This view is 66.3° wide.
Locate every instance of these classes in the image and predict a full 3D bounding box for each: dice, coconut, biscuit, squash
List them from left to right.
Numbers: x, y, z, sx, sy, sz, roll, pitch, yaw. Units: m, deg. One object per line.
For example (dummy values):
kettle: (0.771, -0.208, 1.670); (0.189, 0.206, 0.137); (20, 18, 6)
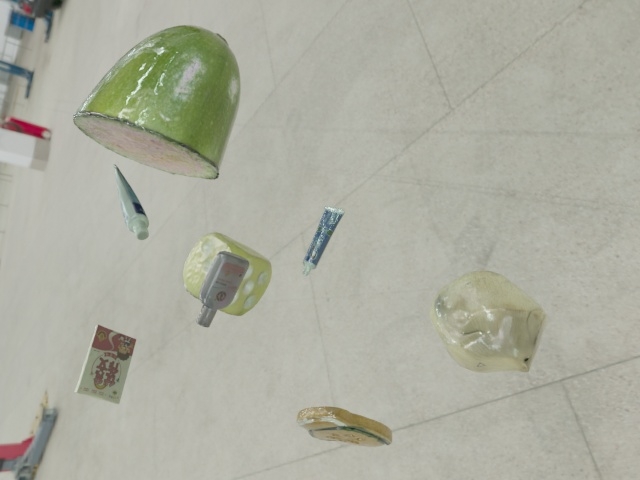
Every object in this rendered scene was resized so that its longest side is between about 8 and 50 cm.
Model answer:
squash: (-0.315, -0.326, 1.041); (0.311, 0.311, 0.308); (6, 77, 53)
dice: (-0.247, 0.088, 1.301); (0.166, 0.169, 0.169); (28, 89, 34)
biscuit: (0.064, 0.627, 1.618); (0.288, 0.344, 0.057); (-24, 44, 41)
coconut: (0.331, 0.168, 0.962); (0.224, 0.224, 0.223); (-19, 66, 49)

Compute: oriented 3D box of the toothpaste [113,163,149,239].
toothpaste: (-0.343, -0.067, 0.881); (0.216, 0.037, 0.061); (48, 147, 44)

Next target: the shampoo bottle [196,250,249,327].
shampoo bottle: (-0.215, 0.105, 1.038); (0.040, 0.080, 0.165); (29, 94, 49)

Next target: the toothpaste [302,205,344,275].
toothpaste: (0.000, 0.000, 1.198); (0.057, 0.034, 0.197); (15, 67, 23)

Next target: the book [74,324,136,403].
book: (-0.720, 0.418, 1.656); (0.022, 0.162, 0.231); (-18, 52, 31)
